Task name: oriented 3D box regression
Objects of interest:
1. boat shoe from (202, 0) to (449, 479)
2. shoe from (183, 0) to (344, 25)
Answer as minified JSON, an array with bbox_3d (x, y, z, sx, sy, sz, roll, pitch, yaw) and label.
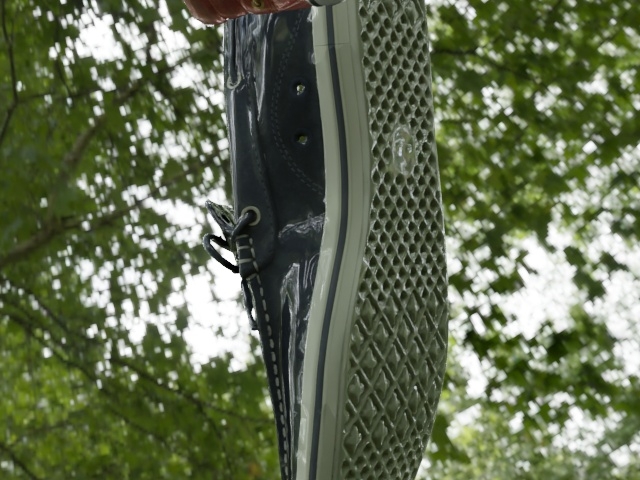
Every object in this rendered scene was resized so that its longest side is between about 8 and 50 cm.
[{"bbox_3d":[0.000,0.000,0.880,0.156,0.500,0.187,-4,-4,32],"label":"boat shoe"},{"bbox_3d":[-0.050,-0.175,0.474,0.081,0.063,0.178,-9,-52,20],"label":"shoe"}]
